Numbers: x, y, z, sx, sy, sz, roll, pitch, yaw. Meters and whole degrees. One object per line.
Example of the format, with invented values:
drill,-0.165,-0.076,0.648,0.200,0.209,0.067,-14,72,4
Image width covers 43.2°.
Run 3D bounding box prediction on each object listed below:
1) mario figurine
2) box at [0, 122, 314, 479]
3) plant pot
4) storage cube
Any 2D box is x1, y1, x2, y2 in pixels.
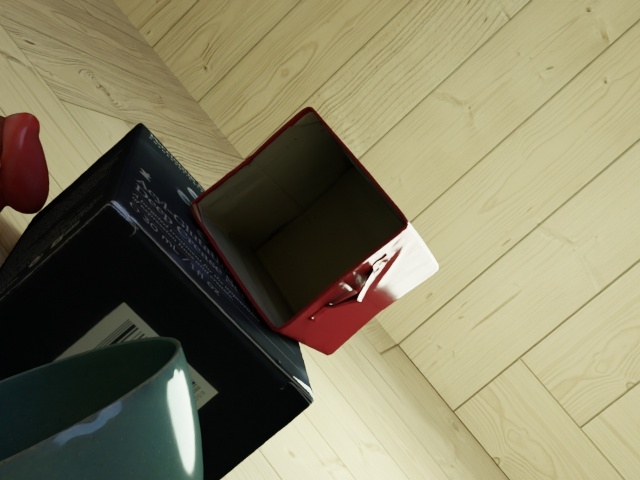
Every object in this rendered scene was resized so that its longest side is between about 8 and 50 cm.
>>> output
mario figurine,-0.481,-0.112,0.960,0.320,0.170,0.198,31,54,-25
box,-0.199,0.067,0.958,0.293,0.212,0.395,48,6,-20
plant pot,-0.197,0.210,0.536,0.290,0.290,0.196,-55,126,-79
storage cube,0.000,0.000,0.946,0.215,0.183,0.193,52,4,23
